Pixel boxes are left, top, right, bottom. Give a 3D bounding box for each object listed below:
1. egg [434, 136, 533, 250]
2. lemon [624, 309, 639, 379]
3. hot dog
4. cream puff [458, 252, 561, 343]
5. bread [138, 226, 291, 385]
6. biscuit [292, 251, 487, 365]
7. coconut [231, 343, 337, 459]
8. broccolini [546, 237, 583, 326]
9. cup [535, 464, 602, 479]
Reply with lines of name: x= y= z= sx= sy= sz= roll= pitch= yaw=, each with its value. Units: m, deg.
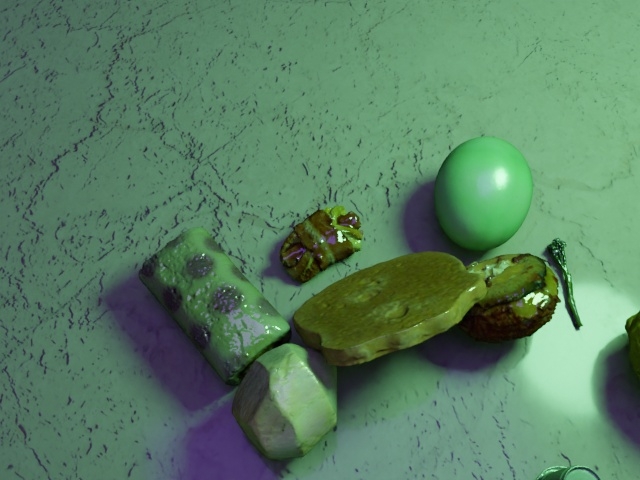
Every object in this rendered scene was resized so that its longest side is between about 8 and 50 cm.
egg: x=0.369 y=-0.107 z=1.660 sx=0.220 sy=0.220 sz=0.269 roll=15 pitch=73 yaw=10
lemon: x=0.771 y=0.222 z=1.442 sx=0.322 sy=0.268 sz=0.268 roll=27 pitch=66 yaw=23
hot dog: x=0.000 y=0.000 z=1.682 sx=0.213 sy=0.103 sz=0.146 roll=-35 pitch=66 yaw=-14
cream puff: x=0.394 y=0.127 z=1.549 sx=0.240 sy=0.240 sz=0.164 roll=-26 pitch=101 yaw=-12
bread: x=-0.230 y=0.140 z=1.585 sx=0.187 sy=0.155 sz=0.338 roll=-38 pitch=67 yaw=-12
biscuit: x=0.142 y=0.135 z=1.508 sx=0.385 sy=0.062 sz=0.365 roll=-23 pitch=18 yaw=-14
coconut: x=-0.056 y=0.316 z=1.449 sx=0.237 sy=0.237 sz=0.197 roll=-37 pitch=68 yaw=-17
broccolini: x=0.566 y=0.093 z=1.653 sx=0.044 sy=0.042 sz=0.218 roll=-21 pitch=64 yaw=22
cup: x=0.475 y=0.480 z=1.383 sx=0.120 sy=0.141 sz=0.120 roll=0 pitch=60 yaw=1
